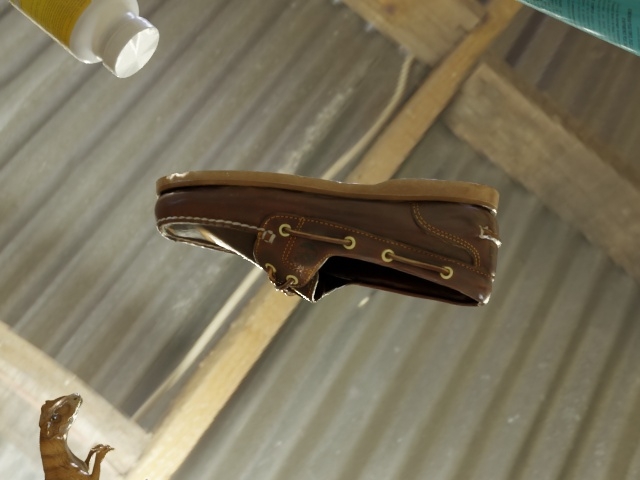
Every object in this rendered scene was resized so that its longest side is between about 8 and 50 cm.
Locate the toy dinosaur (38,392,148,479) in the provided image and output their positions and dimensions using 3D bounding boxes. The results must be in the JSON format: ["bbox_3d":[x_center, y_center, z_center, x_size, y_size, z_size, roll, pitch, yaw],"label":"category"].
[{"bbox_3d":[-0.183,0.222,0.931,0.112,0.064,0.211,4,-102,-44],"label":"toy dinosaur"}]

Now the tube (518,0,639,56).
[{"bbox_3d":[0.186,-0.165,0.840,0.207,0.080,0.052,34,-96,29],"label":"tube"}]

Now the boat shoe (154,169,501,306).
[{"bbox_3d":[0.000,0.000,0.721,0.207,0.073,0.073,3,-101,12],"label":"boat shoe"}]

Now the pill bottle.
[{"bbox_3d":[-0.285,-0.278,1.486,0.184,0.103,0.103,40,-130,14],"label":"pill bottle"}]
